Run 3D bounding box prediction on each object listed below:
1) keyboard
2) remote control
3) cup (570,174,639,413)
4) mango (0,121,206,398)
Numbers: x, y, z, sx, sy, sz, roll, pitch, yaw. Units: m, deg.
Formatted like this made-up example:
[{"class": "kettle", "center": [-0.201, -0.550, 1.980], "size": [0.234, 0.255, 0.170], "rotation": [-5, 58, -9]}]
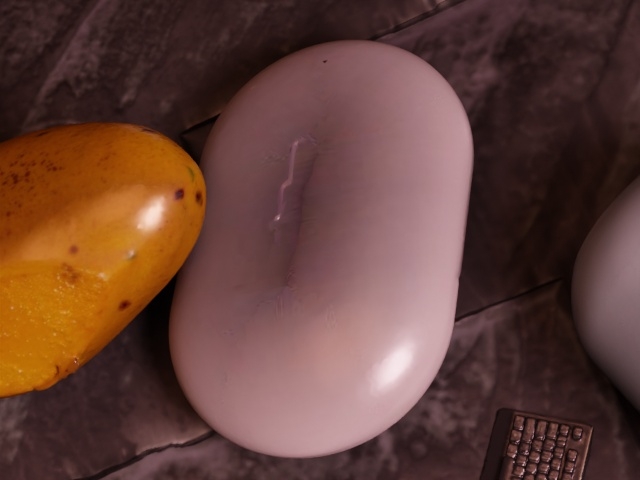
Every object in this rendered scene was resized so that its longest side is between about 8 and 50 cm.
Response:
[{"class": "keyboard", "center": [0.133, 0.214, 1.140], "size": [0.074, 0.015, 0.196], "rotation": [11, 72, 21]}, {"class": "remote control", "center": [0.000, 0.000, 1.214], "size": [0.221, 0.103, 0.332], "rotation": [1, 69, 21]}, {"class": "cup", "center": [0.314, 0.084, 1.034], "size": [0.205, 0.205, 0.312], "rotation": [-41, 64, -2]}, {"class": "mango", "center": [-0.205, 0.002, 1.228], "size": [0.290, 0.160, 0.191], "rotation": [-25, 32, 23]}]
